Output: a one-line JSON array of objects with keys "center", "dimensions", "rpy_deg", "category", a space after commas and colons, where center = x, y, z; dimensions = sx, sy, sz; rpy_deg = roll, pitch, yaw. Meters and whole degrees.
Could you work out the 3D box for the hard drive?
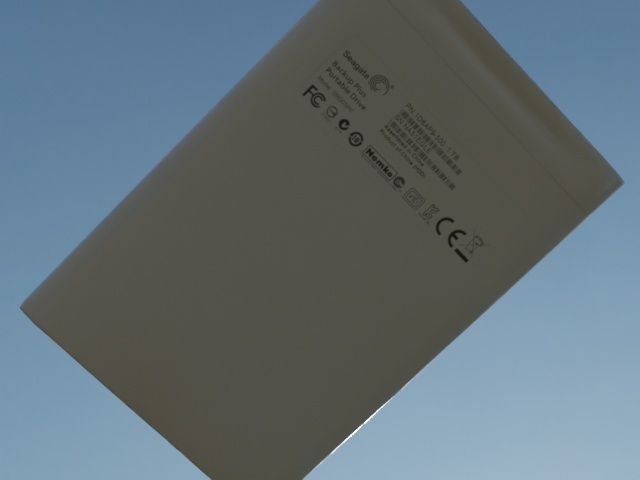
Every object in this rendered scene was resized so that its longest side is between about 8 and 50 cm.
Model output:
[{"center": [0.000, 0.000, 0.621], "dimensions": [0.353, 0.047, 0.233], "rpy_deg": [-44, -79, 7], "category": "hard drive"}]
